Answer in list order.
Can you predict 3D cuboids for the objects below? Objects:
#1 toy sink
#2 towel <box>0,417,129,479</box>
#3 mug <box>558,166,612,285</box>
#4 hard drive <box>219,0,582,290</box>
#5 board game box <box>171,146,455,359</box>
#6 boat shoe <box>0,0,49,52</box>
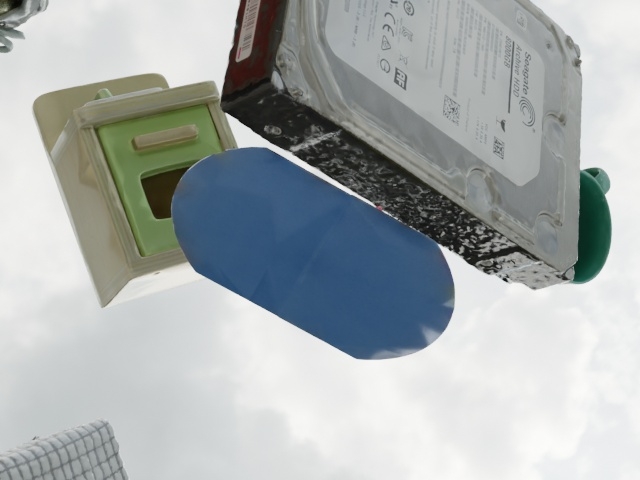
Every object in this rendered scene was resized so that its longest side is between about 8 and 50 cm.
[{"bbox_3d":[-0.170,-0.074,1.160,0.131,0.153,0.234,-38,-110,60],"label":"toy sink"},{"bbox_3d":[-0.279,0.345,1.202,0.121,0.235,0.284,-20,-91,20],"label":"towel"},{"bbox_3d":[0.259,-0.015,1.321,0.097,0.157,0.129,-4,-89,47],"label":"mug"},{"bbox_3d":[0.083,-0.129,0.898,0.064,0.339,0.237,-18,-127,41],"label":"hard drive"},{"bbox_3d":[0.000,0.000,0.657,0.168,0.033,0.133,28,-37,-2],"label":"board game box"},{"bbox_3d":[-0.207,-0.179,0.690,0.103,0.118,0.320,-64,-161,-16],"label":"boat shoe"}]
